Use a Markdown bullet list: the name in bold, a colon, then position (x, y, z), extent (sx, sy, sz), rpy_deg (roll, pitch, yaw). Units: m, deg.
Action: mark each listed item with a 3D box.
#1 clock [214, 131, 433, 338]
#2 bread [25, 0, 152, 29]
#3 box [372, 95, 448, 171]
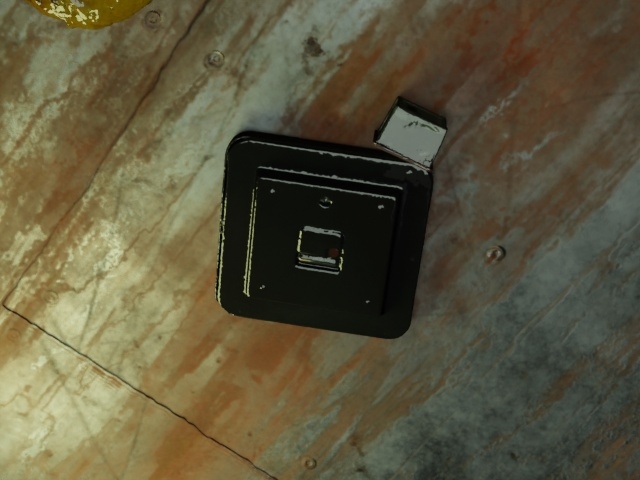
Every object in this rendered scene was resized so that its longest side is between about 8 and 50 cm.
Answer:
- **clock**: position (0.000, 0.000, 1.765), extent (0.279, 0.049, 0.273), rpy_deg (8, 117, 4)
- **bread**: position (-0.276, -0.373, 1.565), extent (0.240, 0.139, 0.239), rpy_deg (4, 117, 7)
- **box**: position (0.117, -0.137, 1.674), extent (0.085, 0.060, 0.063), rpy_deg (26, 110, -4)
